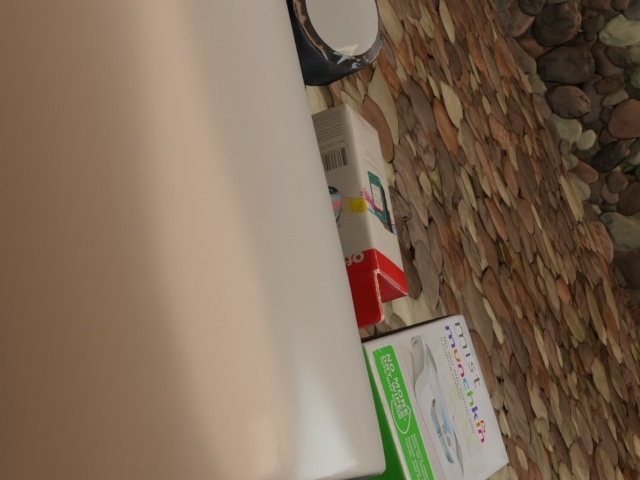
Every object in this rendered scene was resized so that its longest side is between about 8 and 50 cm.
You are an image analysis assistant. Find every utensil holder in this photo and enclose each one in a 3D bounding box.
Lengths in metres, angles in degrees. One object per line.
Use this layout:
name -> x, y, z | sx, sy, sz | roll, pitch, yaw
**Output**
utensil holder -> -0.151, -0.026, 0.835 | 0.327, 0.327, 0.386 | 10, 64, -67

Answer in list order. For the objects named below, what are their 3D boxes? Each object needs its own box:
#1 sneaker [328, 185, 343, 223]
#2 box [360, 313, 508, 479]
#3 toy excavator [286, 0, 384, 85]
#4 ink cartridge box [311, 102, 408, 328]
sneaker -> -0.074, -0.091, 1.132 | 0.262, 0.104, 0.125 | 28, 82, -33
box -> -0.031, 0.148, 1.068 | 0.231, 0.262, 0.127 | -4, 76, -70
toy excavator -> -0.181, -0.330, 1.209 | 0.445, 0.222, 0.433 | 11, 72, -42
ink cartridge box -> 0.000, 0.000, 1.465 | 0.078, 0.134, 0.231 | 37, 39, -57
